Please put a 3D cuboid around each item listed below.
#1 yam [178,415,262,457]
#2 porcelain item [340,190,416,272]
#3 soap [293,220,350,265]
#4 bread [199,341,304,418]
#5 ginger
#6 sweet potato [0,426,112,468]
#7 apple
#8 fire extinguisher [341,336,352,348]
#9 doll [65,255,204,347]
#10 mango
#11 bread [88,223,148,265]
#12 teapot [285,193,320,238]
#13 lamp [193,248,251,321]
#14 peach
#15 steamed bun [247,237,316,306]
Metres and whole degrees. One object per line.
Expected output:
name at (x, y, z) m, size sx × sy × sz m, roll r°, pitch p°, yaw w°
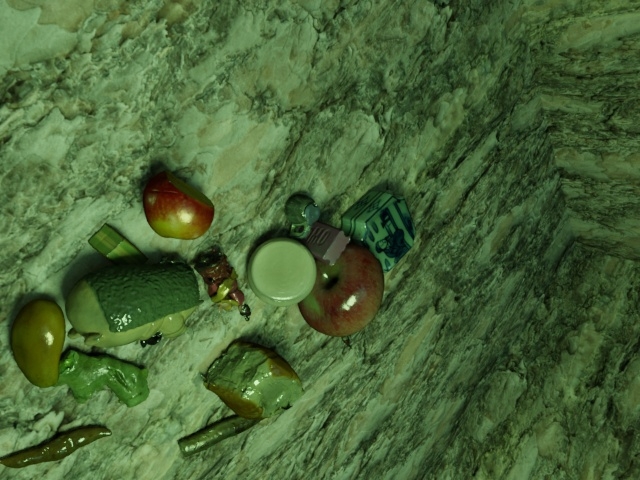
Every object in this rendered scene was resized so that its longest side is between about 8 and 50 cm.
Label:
yam at (-0.342, 0.673, 1.518) m, size 0.317 × 0.071 × 0.067 m, roll -14°, pitch 74°, yaw -34°
porcelain item at (0.234, -0.034, 1.703) m, size 0.286 × 0.157 × 0.281 m, roll -41°, pitch 123°, yaw -22°
soap at (0.000, 0.000, 1.500) m, size 0.065 × 0.203 × 0.122 m, roll 40°, pitch 79°, yaw -38°
bread at (-0.211, 0.478, 1.441) m, size 0.225 × 0.279 × 0.250 m, roll -54°, pitch 130°, yaw -30°
ginger at (-0.617, 0.398, 1.219) m, size 0.290 × 0.089 × 0.137 m, roll 28°, pitch 67°, yaw -44°
sweet potato at (-0.732, 0.577, 1.194) m, size 0.273 × 0.067 × 0.067 m, roll -8°, pitch 108°, yaw -34°
apple at (0.085, 0.185, 1.553) m, size 0.345 × 0.344 × 0.269 m, roll -58°, pitch 138°, yaw -9°
fire extinguisher at (0.098, 0.381, 1.800) m, size 0.049 × 0.035 × 0.173 m, roll -70°, pitch 144°, yaw -53°
doll at (-0.487, 0.174, 1.168) m, size 0.349 × 0.247 × 0.248 m, roll -18°, pitch 114°, yaw -50°
mango at (-0.705, 0.259, 1.077) m, size 0.099 × 0.136 × 0.228 m, roll -22°, pitch 113°, yaw -74°
bread at (-0.561, 0.028, 1.199) m, size 0.074 × 0.084 × 0.139 m, roll -51°, pitch 158°, yaw -15°
teapot at (-0.065, -0.088, 1.485) m, size 0.149 × 0.108 × 0.111 m, roll -50°, pitch 125°, yaw -16°
lamp at (-0.308, 0.156, 1.372) m, size 0.118 × 0.118 × 0.253 m, roll -36°, pitch 125°, yaw -24°
peach at (-0.389, -0.098, 1.188) m, size 0.190 × 0.190 × 0.193 m, roll -9°, pitch 109°, yaw -35°
steamed bun at (-0.132, 0.108, 1.450) m, size 0.231 × 0.145 × 0.232 m, roll 2°, pitch 80°, yaw -11°
